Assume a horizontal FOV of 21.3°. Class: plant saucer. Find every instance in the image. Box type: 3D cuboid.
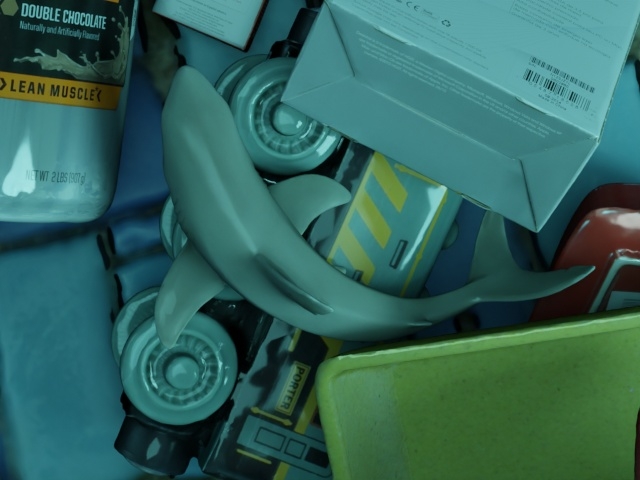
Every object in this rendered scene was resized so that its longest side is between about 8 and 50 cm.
[{"bbox_3d":[0.184,0.171,1.123,0.332,0.081,0.333,-8,119,5],"label":"plant saucer"}]

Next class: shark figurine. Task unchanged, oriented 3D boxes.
[{"bbox_3d":[0.014,0.024,1.032,0.278,0.116,0.166,22,93,-20],"label":"shark figurine"}]

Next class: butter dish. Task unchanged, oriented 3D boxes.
[{"bbox_3d":[0.219,0.017,1.152,0.160,0.118,0.160,9,132,-12],"label":"butter dish"}]

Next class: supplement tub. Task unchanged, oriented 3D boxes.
[{"bbox_3d":[-0.215,-0.188,1.093,0.207,0.207,0.338,7,94,0],"label":"supplement tub"}]

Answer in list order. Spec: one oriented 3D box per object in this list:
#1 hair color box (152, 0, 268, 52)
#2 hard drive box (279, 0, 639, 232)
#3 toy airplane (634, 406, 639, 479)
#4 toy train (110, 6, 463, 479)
[{"bbox_3d":[-0.056,-0.208,1.171,0.072,0.043,0.141,23,94,-1],"label":"hair color box"},{"bbox_3d":[0.102,-0.141,1.080,0.181,0.232,0.089,28,134,0],"label":"hard drive box"},{"bbox_3d":[0.228,0.286,0.880,0.384,0.272,0.386,34,74,32],"label":"toy airplane"},{"bbox_3d":[-0.015,0.017,1.147,0.190,0.142,0.334,23,92,-13],"label":"toy train"}]
